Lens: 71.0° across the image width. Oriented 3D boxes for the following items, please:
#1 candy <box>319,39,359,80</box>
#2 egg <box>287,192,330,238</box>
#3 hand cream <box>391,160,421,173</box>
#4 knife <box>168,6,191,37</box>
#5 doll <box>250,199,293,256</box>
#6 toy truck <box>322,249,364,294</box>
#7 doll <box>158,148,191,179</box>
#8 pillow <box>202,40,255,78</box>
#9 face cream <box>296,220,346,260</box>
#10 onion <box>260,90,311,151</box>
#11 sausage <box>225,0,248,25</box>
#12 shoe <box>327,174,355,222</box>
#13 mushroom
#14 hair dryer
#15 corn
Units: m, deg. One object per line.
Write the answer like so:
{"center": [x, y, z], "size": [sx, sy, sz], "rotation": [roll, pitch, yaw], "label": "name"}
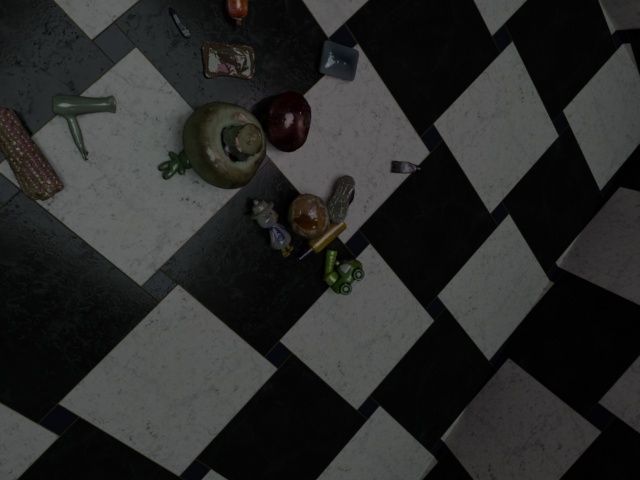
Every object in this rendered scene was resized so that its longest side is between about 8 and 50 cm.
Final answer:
{"center": [0.082, -0.787, 1.973], "size": [0.174, 0.071, 0.138], "rotation": [6, 99, -25], "label": "candy"}
{"center": [-0.050, -0.103, 1.996], "size": [0.195, 0.195, 0.233], "rotation": [-30, 133, -16], "label": "egg"}
{"center": [0.427, -0.365, 2.252], "size": [0.163, 0.039, 0.062], "rotation": [1, 103, -19], "label": "hand cream"}
{"center": [-0.536, -0.829, 1.706], "size": [0.031, 0.018, 0.121], "rotation": [-34, 113, -7], "label": "knife"}
{"center": [-0.210, -0.060, 1.975], "size": [0.293, 0.119, 0.138], "rotation": [59, 32, -24], "label": "doll"}
{"center": [0.092, 0.158, 2.157], "size": [0.211, 0.148, 0.187], "rotation": [24, 94, -7], "label": "toy truck"}
{"center": [-0.568, -0.302, 1.787], "size": [0.150, 0.077, 0.115], "rotation": [-28, 74, -6], "label": "doll"}
{"center": [-0.365, -0.721, 1.802], "size": [0.211, 0.034, 0.135], "rotation": [-8, 103, -25], "label": "pillow"}
{"center": [0.000, 0.000, 2.105], "size": [0.273, 0.078, 0.078], "rotation": [-41, 115, -12], "label": "face cream"}
{"center": [-0.148, -0.499, 1.873], "size": [0.252, 0.219, 0.252], "rotation": [-43, 141, -50], "label": "onion"}
{"center": [-0.326, -0.996, 1.726], "size": [0.093, 0.093, 0.312], "rotation": [-6, 104, -24], "label": "sausage"}
{"center": [0.100, -0.188, 2.104], "size": [0.100, 0.125, 0.227], "rotation": [18, 87, 6], "label": "shoe"}
{"center": [-0.358, -0.365, 1.737], "size": [0.352, 0.260, 0.351], "rotation": [-2, 92, -50], "label": "mushroom"}
{"center": [-0.849, -0.408, 1.638], "size": [0.207, 0.075, 0.237], "rotation": [-9, 113, -30], "label": "hair dryer"}
{"center": [-1.025, -0.295, 1.546], "size": [0.127, 0.127, 0.335], "rotation": [-29, 106, -17], "label": "corn"}
